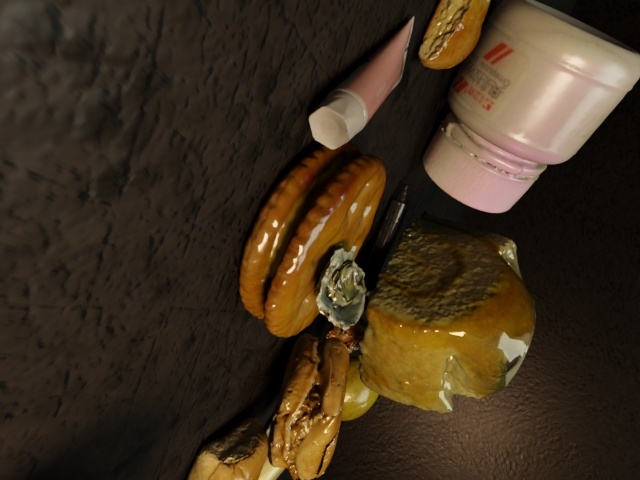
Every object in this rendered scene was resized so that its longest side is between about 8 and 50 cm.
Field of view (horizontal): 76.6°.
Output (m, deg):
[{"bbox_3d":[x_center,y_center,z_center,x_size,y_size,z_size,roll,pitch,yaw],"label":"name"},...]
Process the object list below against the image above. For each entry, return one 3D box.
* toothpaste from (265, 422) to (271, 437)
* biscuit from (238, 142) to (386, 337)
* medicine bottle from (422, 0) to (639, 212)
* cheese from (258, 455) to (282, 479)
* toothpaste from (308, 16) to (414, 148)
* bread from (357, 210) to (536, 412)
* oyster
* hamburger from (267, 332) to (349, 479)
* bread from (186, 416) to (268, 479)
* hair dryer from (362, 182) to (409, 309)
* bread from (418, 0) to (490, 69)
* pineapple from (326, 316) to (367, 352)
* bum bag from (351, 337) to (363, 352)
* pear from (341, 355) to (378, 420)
[{"bbox_3d":[-0.081,0.398,0.854,0.049,0.031,0.204,-54,158,-20],"label":"toothpaste"},{"bbox_3d":[0.000,0.000,0.439,0.220,0.066,0.220,-50,159,-27],"label":"biscuit"},{"bbox_3d":[0.338,-0.222,0.706,0.241,0.241,0.302,-38,160,-47],"label":"medicine bottle"},{"bbox_3d":[-0.072,0.404,0.786,0.251,0.054,0.127,-44,159,-12],"label":"cheese"},{"bbox_3d":[0.053,-0.156,0.399,0.194,0.043,0.067,-53,158,-38],"label":"toothpaste"},{"bbox_3d":[0.256,0.115,0.768,0.395,0.264,0.239,-47,142,-45],"label":"bread"},{"bbox_3d":[0.018,0.042,0.411,0.100,0.037,0.098,65,35,-45],"label":"oyster"},{"bbox_3d":[-0.021,0.258,0.642,0.214,0.108,0.213,12,90,-87],"label":"hamburger"},{"bbox_3d":[-0.123,0.318,0.556,0.106,0.082,0.125,-60,159,12],"label":"bread"},{"bbox_3d":[0.107,0.011,0.753,0.128,0.070,0.255,-2,112,-67],"label":"hair dryer"},{"bbox_3d":[0.168,-0.267,0.510,0.136,0.054,0.154,-51,156,-18],"label":"bread"},{"bbox_3d":[0.050,0.206,0.879,0.137,0.069,0.116,-57,168,18],"label":"pineapple"},{"bbox_3d":[0.076,0.240,0.989,0.087,0.049,0.198,-23,176,24],"label":"bum bag"},{"bbox_3d":[0.068,0.371,1.026,0.162,0.149,0.148,-28,147,-26],"label":"pear"}]
